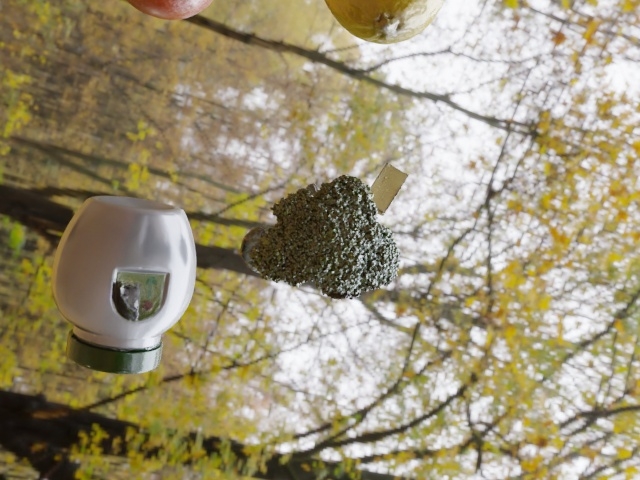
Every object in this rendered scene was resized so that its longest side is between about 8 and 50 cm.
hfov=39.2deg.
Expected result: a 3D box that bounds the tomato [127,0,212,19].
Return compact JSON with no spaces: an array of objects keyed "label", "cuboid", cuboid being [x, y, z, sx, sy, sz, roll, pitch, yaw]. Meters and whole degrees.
[{"label":"tomato","cuboid":[-0.282,-0.511,1.635,0.184,0.208,0.208,24,81,-77]}]

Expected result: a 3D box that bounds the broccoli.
[{"label":"broccoli","cuboid":[0.021,0.008,1.718,0.361,0.252,0.221,-13,81,-80]}]

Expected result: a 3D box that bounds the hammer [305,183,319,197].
[{"label":"hammer","cuboid":[-0.057,-0.035,2.521,0.226,0.041,0.159,-41,-121,15]}]

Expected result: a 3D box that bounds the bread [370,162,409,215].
[{"label":"bread","cuboid":[0.161,-0.128,2.240,0.154,0.068,0.028,-57,178,-35]}]

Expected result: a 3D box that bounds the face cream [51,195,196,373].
[{"label":"face cream","cuboid":[-0.430,0.091,1.969,0.219,0.312,0.357,26,-72,57]}]

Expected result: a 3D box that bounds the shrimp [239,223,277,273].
[{"label":"shrimp","cuboid":[-0.002,0.001,2.076,0.172,0.372,0.137,-177,-107,-69]}]

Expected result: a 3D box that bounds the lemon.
[{"label":"lemon","cuboid":[0.133,-0.546,1.852,0.293,0.293,0.293,-43,-141,48]}]
